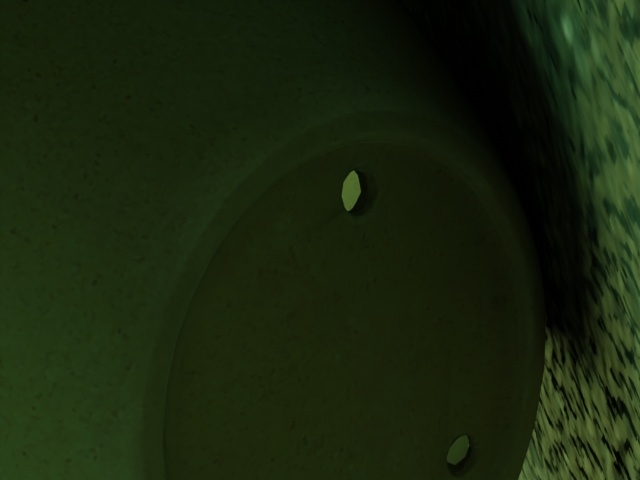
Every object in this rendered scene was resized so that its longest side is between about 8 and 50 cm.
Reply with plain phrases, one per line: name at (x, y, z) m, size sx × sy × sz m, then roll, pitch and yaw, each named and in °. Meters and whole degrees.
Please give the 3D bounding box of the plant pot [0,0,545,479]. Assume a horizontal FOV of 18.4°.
plant pot at (-0.055, 0.019, 0.509) m, size 0.191 × 0.284 × 0.284 m, roll 11°, pitch 125°, yaw 44°
